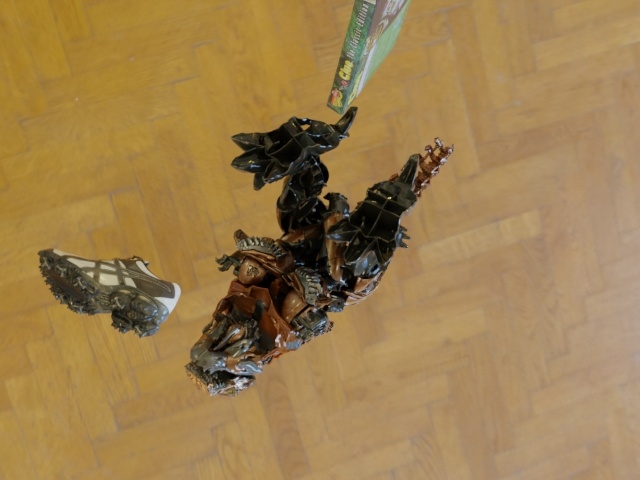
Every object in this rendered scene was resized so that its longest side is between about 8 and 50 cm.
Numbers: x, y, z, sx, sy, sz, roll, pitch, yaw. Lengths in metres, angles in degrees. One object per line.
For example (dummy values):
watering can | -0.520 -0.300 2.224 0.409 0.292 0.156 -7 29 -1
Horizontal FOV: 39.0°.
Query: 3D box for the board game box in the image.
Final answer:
board game box | 0.070 -0.263 1.050 0.030 0.259 0.136 31 65 5

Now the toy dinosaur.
toy dinosaur | 0.000 0.000 0.823 0.165 0.218 0.321 20 58 11

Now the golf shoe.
golf shoe | -0.274 0.055 1.177 0.198 0.094 0.077 26 130 15
